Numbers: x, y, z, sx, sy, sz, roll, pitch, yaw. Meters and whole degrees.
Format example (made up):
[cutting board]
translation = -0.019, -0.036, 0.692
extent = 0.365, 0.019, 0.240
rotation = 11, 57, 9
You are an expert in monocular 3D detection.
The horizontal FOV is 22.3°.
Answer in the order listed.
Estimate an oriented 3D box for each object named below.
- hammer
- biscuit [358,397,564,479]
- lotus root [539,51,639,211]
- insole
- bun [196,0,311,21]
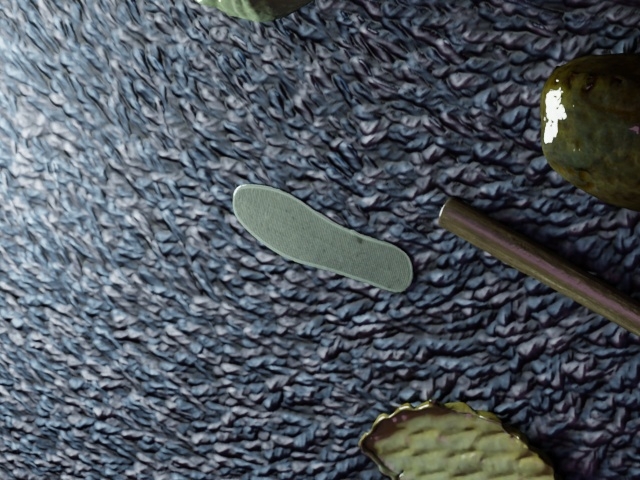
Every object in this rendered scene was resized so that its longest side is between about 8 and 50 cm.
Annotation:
[hammer]
translation = 0.277, 0.058, 1.619
extent = 0.365, 0.043, 0.111
rotation = 31, 126, 19
[biscuit]
translation = 0.183, 0.274, 1.775
extent = 0.273, 0.036, 0.187
rotation = 51, 128, 2
[lotus root]
translation = 0.330, -0.092, 1.438
extent = 0.275, 0.160, 0.151
rotation = 4, 103, 30
[insole]
translation = 0.000, 0.000, 1.780
extent = 0.232, 0.003, 0.080
rotation = 24, 122, 21
[bun]
translation = -0.074, -0.312, 1.611
extent = 0.195, 0.118, 0.195
rotation = 12, 114, 28
